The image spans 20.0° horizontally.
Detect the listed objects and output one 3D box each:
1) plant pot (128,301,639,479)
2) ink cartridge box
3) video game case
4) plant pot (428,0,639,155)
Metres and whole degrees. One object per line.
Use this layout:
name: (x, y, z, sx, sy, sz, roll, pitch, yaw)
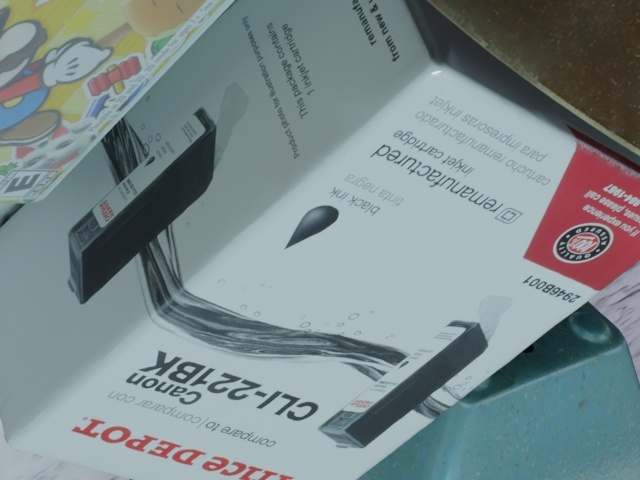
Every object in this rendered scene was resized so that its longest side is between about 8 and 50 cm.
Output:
plant pot: (0.059, 0.123, 1.151, 0.248, 0.247, 0.252, -16, 138, -38)
ink cartridge box: (0.000, 0.000, 0.834, 0.273, 0.114, 0.197, -40, 140, 26)
video game case: (-0.111, -0.088, 0.657, 0.227, 0.026, 0.206, -42, 159, 28)
plant pot: (0.162, -0.160, 0.666, 0.230, 0.215, 0.215, -55, 154, 19)
